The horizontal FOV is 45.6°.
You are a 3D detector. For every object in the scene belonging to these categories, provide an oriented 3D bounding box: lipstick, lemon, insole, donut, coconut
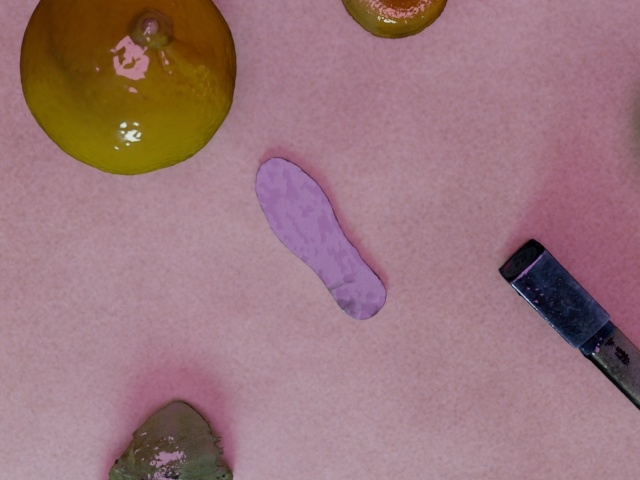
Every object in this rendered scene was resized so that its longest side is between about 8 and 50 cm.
[{"bbox_3d":[0.309,0.124,0.787,0.312,0.051,0.051,43,96,-12],"label":"lipstick"},{"bbox_3d":[-0.159,-0.144,0.641,0.178,0.203,0.179,2,84,-20],"label":"lemon"},{"bbox_3d":[0.000,0.000,0.771,0.065,0.006,0.193,-37,101,5],"label":"insole"},{"bbox_3d":[0.068,-0.239,0.706,0.108,0.043,0.097,30,99,-3],"label":"donut"},{"bbox_3d":[-0.158,0.250,0.794,0.133,0.055,0.158,19,102,-4],"label":"coconut"}]
